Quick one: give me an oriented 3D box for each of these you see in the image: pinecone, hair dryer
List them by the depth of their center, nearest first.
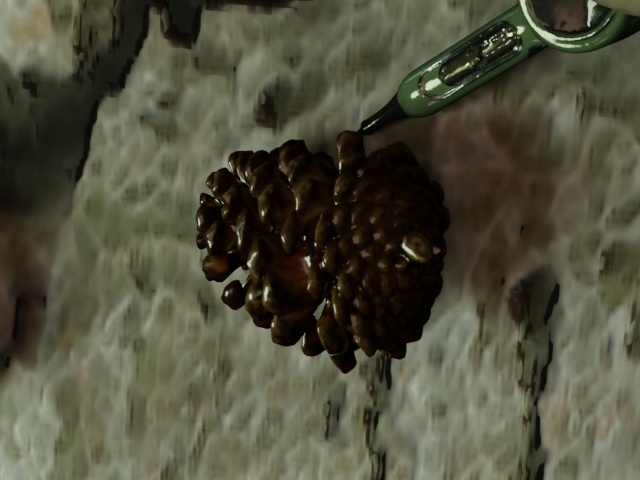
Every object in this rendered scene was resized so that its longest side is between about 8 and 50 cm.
[{"bbox_3d":[0.072,-0.076,0.492,0.150,0.071,0.047,-32,86,34],"label":"hair dryer"},{"bbox_3d":[0.000,-0.003,0.501,0.109,0.102,0.102,27,104,20],"label":"pinecone"}]

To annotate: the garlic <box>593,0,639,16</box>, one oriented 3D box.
[{"bbox_3d":[0.141,-0.205,0.308,0.322,0.241,0.322,12,124,19],"label":"garlic"}]
